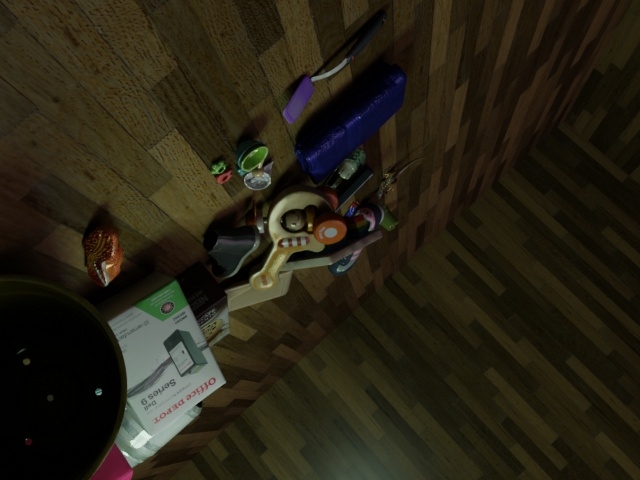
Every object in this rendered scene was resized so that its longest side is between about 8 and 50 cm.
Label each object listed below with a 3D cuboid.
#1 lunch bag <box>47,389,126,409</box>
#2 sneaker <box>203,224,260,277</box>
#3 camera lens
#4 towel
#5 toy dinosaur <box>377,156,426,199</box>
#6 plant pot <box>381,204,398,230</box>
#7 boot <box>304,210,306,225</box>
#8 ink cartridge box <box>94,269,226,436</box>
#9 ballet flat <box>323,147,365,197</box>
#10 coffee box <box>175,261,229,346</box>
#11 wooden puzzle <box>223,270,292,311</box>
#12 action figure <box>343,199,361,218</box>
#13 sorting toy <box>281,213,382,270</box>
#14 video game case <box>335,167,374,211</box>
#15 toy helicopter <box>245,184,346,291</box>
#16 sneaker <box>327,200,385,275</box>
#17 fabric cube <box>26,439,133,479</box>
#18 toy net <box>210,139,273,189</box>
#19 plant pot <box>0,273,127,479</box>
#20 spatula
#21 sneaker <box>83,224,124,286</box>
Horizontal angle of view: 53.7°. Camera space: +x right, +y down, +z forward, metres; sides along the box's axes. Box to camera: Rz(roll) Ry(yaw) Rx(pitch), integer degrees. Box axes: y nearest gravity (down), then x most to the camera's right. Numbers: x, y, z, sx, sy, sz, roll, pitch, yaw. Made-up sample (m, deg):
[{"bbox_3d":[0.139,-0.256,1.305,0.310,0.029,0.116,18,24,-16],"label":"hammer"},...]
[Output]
[{"bbox_3d":[-0.538,0.363,1.513,0.224,0.108,0.279,-14,156,-34],"label":"lunch bag"},{"bbox_3d":[-0.246,0.025,1.537,0.118,0.083,0.222,0,151,-34],"label":"sneaker"},{"bbox_3d":[-0.497,0.486,1.820,0.274,0.219,0.219,-41,164,-7],"label":"camera lens"},{"bbox_3d":[0.069,-0.278,1.504,0.308,0.076,0.227,-42,171,-4],"label":"towel"},{"bbox_3d":[0.251,-0.221,2.125,0.211,0.064,0.112,-40,-175,25],"label":"toy dinosaur"},{"bbox_3d":[0.254,-0.080,2.426,0.083,0.079,0.083,-38,163,-14],"label":"plant pot"},{"bbox_3d":[-0.053,-0.074,1.751,0.158,0.059,0.084,-20,147,-52],"label":"boot"},{"bbox_3d":[-0.365,0.245,1.392,0.211,0.289,0.121,-34,-154,-27],"label":"ink cartridge box"},{"bbox_3d":[0.060,-0.172,1.734,0.070,0.070,0.188,-23,153,-51],"label":"ballet flat"},{"bbox_3d":[-0.338,0.201,1.652,0.168,0.119,0.297,-35,162,-21],"label":"coffee box"},{"bbox_3d":[-0.197,0.149,1.905,0.239,0.044,0.221,-21,162,-15],"label":"wooden puzzle"},{"bbox_3d":[0.097,-0.085,2.134,0.038,0.030,0.115,-32,163,-49],"label":"action figure"},{"bbox_3d":[0.000,0.000,1.827,0.255,0.089,0.257,-9,-169,42],"label":"sorting toy"},{"bbox_3d":[0.079,-0.134,1.827,0.196,0.026,0.274,-45,180,9],"label":"video game case"},{"bbox_3d":[-0.106,0.001,1.616,0.235,0.140,0.355,14,128,-25],"label":"toy helicopter"},{"bbox_3d":[0.099,0.002,2.212,0.319,0.112,0.131,-60,164,25],"label":"sneaker"},{"bbox_3d":[-0.683,0.609,1.623,0.258,0.259,0.254,-25,157,-46],"label":"fabric cube"},{"bbox_3d":[-0.151,-0.143,1.354,0.122,0.045,0.232,-43,164,-1],"label":"toy net"},{"bbox_3d":[-0.510,0.273,1.102,0.366,0.366,0.353,-38,175,-18],"label":"plant pot"},{"bbox_3d":[0.030,-0.352,1.276,0.296,0.030,0.084,-43,165,0],"label":"spatula"},{"bbox_3d":[-0.398,0.017,1.176,0.067,0.064,0.175,-56,180,-37],"label":"sneaker"}]
